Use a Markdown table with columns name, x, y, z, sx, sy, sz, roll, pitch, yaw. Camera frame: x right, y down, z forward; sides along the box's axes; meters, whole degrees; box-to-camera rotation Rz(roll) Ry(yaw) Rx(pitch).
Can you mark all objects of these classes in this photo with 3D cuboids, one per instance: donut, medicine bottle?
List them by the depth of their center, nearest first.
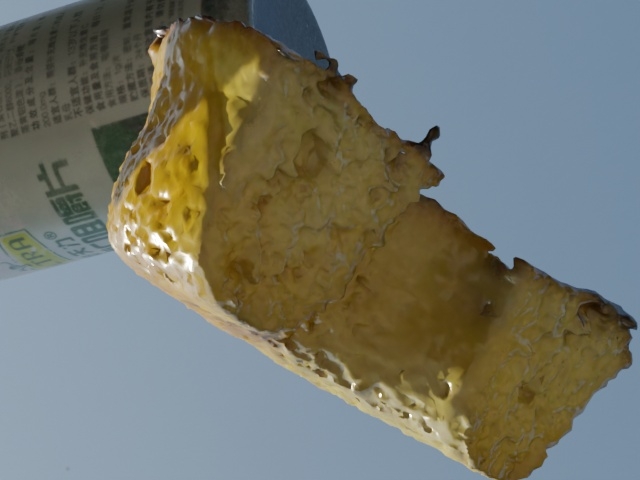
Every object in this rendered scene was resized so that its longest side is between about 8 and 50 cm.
| name | x | y | z | sx | sy | sz | roll | pitch | yaw |
| --- | --- | --- | --- | --- | --- | --- | --- | --- | --- |
| donut | 0.000 | 0.001 | 0.786 | 0.259 | 0.152 | 0.101 | 33 | -97 | -43 |
| medicine bottle | -0.145 | -0.059 | 1.109 | 0.293 | 0.141 | 0.141 | -14 | -95 | 20 |
